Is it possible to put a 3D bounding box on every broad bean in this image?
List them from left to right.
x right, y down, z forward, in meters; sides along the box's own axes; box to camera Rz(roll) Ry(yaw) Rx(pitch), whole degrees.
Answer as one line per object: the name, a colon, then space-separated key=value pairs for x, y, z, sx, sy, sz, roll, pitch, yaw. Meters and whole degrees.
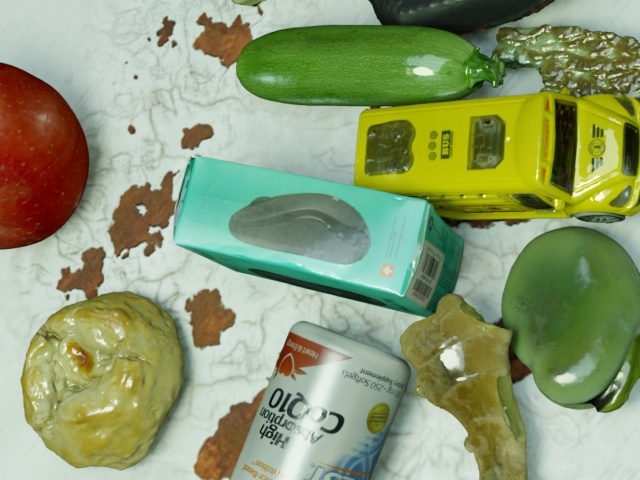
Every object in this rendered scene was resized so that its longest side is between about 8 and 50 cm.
broad bean: x=0.298 y=0.089 z=1.239 sx=0.169 sy=0.100 sz=0.228 roll=-26 pitch=68 yaw=12

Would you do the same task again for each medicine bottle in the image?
medicine bottle: x=-0.011 y=0.253 z=1.279 sx=0.157 sy=0.157 sz=0.288 roll=20 pitch=85 yaw=22

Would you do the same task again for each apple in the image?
apple: x=-0.452 y=-0.118 z=1.469 sx=0.260 sy=0.260 sz=0.216 roll=-1 pitch=54 yaw=20

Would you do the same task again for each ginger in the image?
ginger: x=0.177 y=0.207 z=1.236 sx=0.131 sy=0.086 sz=0.294 roll=-12 pitch=92 yaw=6

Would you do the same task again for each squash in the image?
squash: x=0.045 y=-0.223 z=1.365 sx=0.395 sy=0.107 sz=0.107 roll=7 pitch=80 yaw=31

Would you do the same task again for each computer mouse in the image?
computer mouse: x=0.208 y=-0.350 z=1.354 sx=0.323 sy=0.116 sz=0.183 roll=-10 pitch=64 yaw=32

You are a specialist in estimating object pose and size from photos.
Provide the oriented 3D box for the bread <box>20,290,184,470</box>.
bread: x=-0.294 y=0.184 z=1.409 sx=0.244 sy=0.134 sz=0.244 roll=-6 pitch=74 yaw=20

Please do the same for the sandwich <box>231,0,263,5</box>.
sandwich: x=-0.038 y=-0.370 z=1.472 sx=0.163 sy=0.079 sz=0.113 roll=16 pitch=86 yaw=20

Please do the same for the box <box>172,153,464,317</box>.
box: x=0.000 y=0.000 z=1.307 sx=0.311 sy=0.205 sz=0.118 roll=13 pitch=80 yaw=21

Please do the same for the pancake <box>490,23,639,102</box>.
pancake: x=0.349 y=-0.134 z=1.296 sx=0.197 sy=0.054 sz=0.376 roll=-43 pitch=67 yaw=15

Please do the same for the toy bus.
toy bus: x=0.208 y=-0.100 z=1.251 sx=0.330 sy=0.152 sz=0.144 roll=-1 pitch=80 yaw=34
